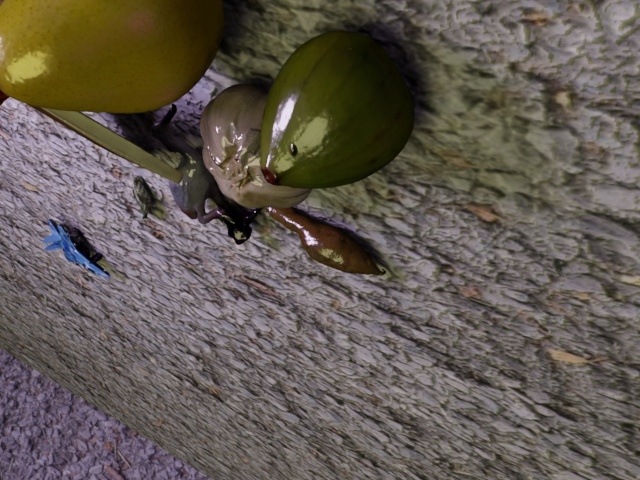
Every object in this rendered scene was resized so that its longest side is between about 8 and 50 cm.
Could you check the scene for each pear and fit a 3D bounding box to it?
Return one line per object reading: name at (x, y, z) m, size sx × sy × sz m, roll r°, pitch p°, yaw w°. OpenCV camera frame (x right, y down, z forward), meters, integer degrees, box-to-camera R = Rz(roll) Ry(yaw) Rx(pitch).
pear at (-0.302, -0.316, 0.851) m, size 0.284 × 0.336 × 0.285 m, roll 18°, pitch 119°, yaw 36°

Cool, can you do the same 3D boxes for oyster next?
oyster at (-0.424, -0.102, 1.423) m, size 0.098 × 0.037 × 0.100 m, roll 68°, pitch 160°, yaw -3°

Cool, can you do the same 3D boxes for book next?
book at (-0.422, -0.199, 1.118) m, size 0.268 × 0.032 × 0.388 m, roll 31°, pitch 176°, yaw -32°

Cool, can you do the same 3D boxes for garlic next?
garlic at (-0.106, -0.146, 0.995) m, size 0.227 × 0.152 × 0.228 m, roll 26°, pitch 146°, yaw 20°

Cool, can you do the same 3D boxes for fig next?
fig at (0.011, -0.161, 0.824) m, size 0.203 × 0.225 × 0.203 m, roll 40°, pitch 167°, yaw 11°

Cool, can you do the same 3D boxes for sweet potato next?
sweet potato at (-0.003, -0.001, 1.111) m, size 0.269 × 0.075 × 0.075 m, roll 31°, pitch 142°, yaw 20°

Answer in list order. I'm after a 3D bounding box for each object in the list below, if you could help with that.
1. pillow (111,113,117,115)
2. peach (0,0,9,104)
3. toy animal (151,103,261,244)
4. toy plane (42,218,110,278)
pillow at (-0.420, -0.336, 1.147) m, size 0.134 × 0.078 × 0.181 m, roll 41°, pitch 140°, yaw -4°
peach at (-0.655, -0.416, 1.110) m, size 0.280 × 0.281 × 0.339 m, roll 26°, pitch 125°, yaw 20°
toy animal at (-0.249, -0.126, 1.189) m, size 0.195 × 0.091 × 0.324 m, roll -6°, pitch 132°, yaw 37°
toy plane at (-0.707, 0.036, 1.767) m, size 0.246 × 0.078 × 0.169 m, roll 27°, pitch 141°, yaw 9°
